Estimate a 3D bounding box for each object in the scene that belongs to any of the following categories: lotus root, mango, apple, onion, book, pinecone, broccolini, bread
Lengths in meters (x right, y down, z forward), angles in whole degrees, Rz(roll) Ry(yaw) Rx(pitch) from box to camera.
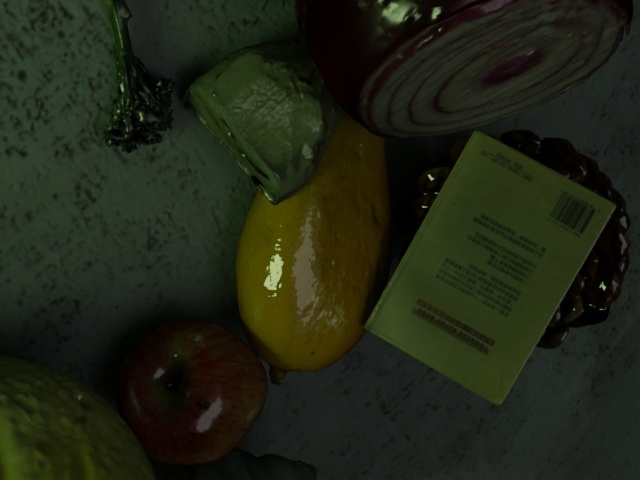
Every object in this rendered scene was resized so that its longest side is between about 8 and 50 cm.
[{"bbox_3d":[-0.039,-0.132,1.098,0.143,0.070,0.144,42,72,-6],"label":"lotus root"},{"bbox_3d":[0.000,0.000,1.199,0.177,0.119,0.316,5,102,-38],"label":"mango"},{"bbox_3d":[-0.125,0.150,1.160,0.146,0.146,0.131,-53,158,-4],"label":"apple"},{"bbox_3d":[0.110,-0.250,1.069,0.282,0.260,0.337,-36,158,34],"label":"onion"},{"bbox_3d":[0.167,0.028,1.157,0.230,0.161,0.026,-61,173,7],"label":"book"},{"bbox_3d":[0.223,0.002,1.291,0.264,0.264,0.264,-17,121,-31],"label":"pinecone"},{"bbox_3d":[-0.169,-0.193,1.016,0.071,0.058,0.254,-68,159,-56],"label":"broccolini"},{"bbox_3d":[-0.287,0.253,0.977,0.321,0.237,0.320,25,50,-35],"label":"bread"}]

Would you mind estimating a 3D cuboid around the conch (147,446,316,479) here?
[{"bbox_3d":[-0.131,0.297,1.222,0.277,0.195,0.220,-19,95,-1],"label":"conch"}]
